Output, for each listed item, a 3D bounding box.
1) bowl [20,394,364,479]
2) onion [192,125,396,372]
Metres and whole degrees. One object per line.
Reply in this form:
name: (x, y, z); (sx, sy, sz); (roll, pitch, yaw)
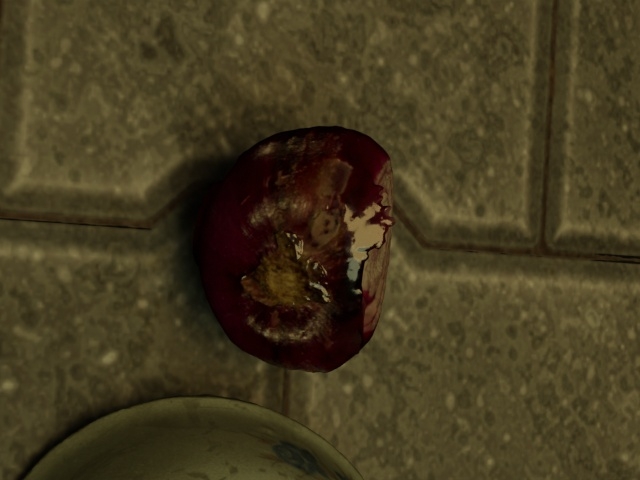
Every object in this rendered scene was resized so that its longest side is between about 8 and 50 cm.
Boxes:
bowl: (-0.064, 0.254, 1.113); (0.313, 0.146, 0.313); (2, 83, -18)
onion: (-0.016, -0.003, 1.223); (0.135, 0.198, 0.173); (11, 102, 3)
